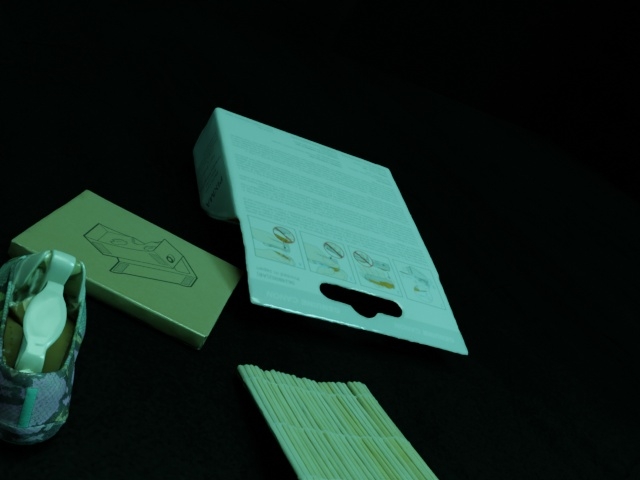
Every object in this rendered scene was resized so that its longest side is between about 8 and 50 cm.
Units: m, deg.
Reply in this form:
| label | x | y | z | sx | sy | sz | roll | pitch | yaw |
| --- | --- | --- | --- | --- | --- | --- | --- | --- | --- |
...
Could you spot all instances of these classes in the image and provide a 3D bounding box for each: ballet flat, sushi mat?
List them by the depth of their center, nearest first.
| label | x | y | z | sx | sy | sz | roll | pitch | yaw |
| --- | --- | --- | --- | --- | --- | --- | --- | --- | --- |
| ballet flat | -0.216 | 0.057 | 0.565 | 0.076 | 0.079 | 0.221 | 17 | 25 | -24 |
| sushi mat | 0.046 | 0.196 | 0.582 | 0.151 | 0.019 | 0.316 | 13 | 17 | -30 |

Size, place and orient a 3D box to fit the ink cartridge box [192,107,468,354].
| label | x | y | z | sx | sy | sz | roll | pitch | yaw |
| --- | --- | --- | --- | --- | --- | --- | --- | --- | --- |
| ink cartridge box | 0.000 | 0.000 | 0.969 | 0.308 | 0.091 | 0.385 | 17 | 36 | -28 |

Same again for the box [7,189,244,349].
| label | x | y | z | sx | sy | sz | roll | pitch | yaw |
| --- | --- | --- | --- | --- | --- | --- | --- | --- | --- |
| box | -0.188 | 0.023 | 0.747 | 0.201 | 0.021 | 0.164 | 27 | 22 | -3 |
